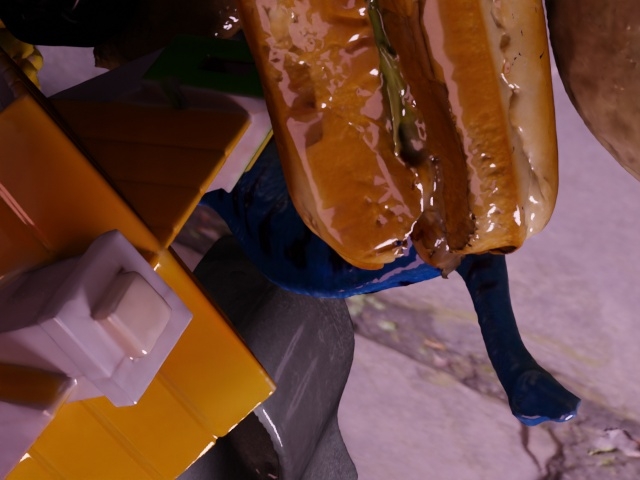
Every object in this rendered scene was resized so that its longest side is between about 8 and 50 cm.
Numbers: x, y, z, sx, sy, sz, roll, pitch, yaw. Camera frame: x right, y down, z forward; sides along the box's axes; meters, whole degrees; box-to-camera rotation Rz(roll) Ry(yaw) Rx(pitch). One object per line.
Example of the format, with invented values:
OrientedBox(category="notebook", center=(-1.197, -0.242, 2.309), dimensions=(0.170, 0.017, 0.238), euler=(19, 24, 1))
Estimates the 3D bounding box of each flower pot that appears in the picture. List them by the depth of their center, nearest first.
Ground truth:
OrientedBox(category="flower pot", center=(-0.042, 0.109, 0.818), dimensions=(0.103, 0.108, 0.229), euler=(14, 136, 17))

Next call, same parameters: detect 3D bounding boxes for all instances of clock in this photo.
OrientedBox(category="clock", center=(-0.144, 0.027, 0.590), dimensions=(0.309, 0.235, 0.166), euler=(-16, 123, 41))

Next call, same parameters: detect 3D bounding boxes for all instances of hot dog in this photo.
OrientedBox(category="hot dog", center=(0.020, -0.101, 0.482), dimensions=(0.109, 0.072, 0.269), euler=(-3, 117, 21))

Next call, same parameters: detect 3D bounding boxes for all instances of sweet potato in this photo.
OrientedBox(category="sweet potato", center=(-0.043, -0.121, 0.620), dimensions=(0.060, 0.068, 0.206), euler=(22, 139, -29))

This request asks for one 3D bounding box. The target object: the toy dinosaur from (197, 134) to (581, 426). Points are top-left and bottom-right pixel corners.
OrientedBox(category="toy dinosaur", center=(0.025, -0.020, 0.638), dimensions=(0.329, 0.144, 0.076), euler=(21, 157, 46))

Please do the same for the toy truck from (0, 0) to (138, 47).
OrientedBox(category="toy truck", center=(-0.124, -0.181, 0.554), dimensions=(0.224, 0.147, 0.165), euler=(-25, 75, 40))

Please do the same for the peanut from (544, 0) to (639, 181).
OrientedBox(category="peanut", center=(0.178, -0.062, 0.514), dimensions=(0.253, 0.137, 0.122), euler=(31, -179, -1))

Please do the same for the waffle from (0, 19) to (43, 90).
OrientedBox(category="waffle", center=(-0.238, -0.122, 0.729), dimensions=(0.193, 0.070, 0.197), euler=(20, 141, 11))
